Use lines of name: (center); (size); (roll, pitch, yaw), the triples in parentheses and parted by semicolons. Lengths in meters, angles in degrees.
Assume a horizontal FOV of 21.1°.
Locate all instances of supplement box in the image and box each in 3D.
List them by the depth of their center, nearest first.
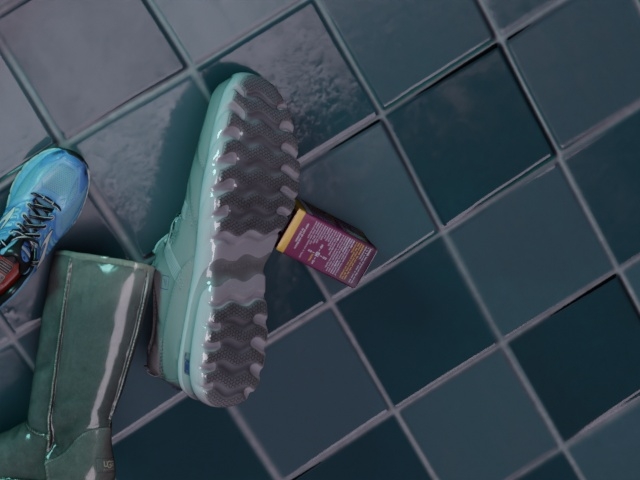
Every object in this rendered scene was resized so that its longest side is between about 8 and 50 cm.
supplement box: (0.000, 0.000, 1.501); (0.083, 0.055, 0.043); (27, 98, -19)

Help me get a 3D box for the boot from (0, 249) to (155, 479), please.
boot: (-0.232, 0.112, 1.453); (0.189, 0.076, 0.209); (3, 91, 23)

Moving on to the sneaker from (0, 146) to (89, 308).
sneaker: (-0.241, -0.002, 1.428); (0.063, 0.073, 0.162); (30, 96, -20)

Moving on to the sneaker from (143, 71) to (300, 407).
sneaker: (-0.100, -0.006, 1.450); (0.105, 0.115, 0.281); (17, 82, -49)
